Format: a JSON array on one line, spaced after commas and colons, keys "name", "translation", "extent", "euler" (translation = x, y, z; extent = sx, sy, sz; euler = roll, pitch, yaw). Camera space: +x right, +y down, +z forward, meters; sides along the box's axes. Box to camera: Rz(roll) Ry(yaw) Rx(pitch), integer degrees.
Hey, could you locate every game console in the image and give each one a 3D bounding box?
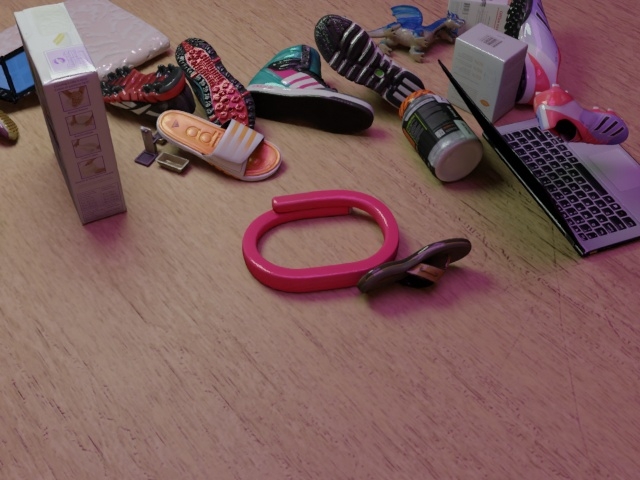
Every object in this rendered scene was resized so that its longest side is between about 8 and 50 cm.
[{"name": "game console", "translation": [-0.686, -0.380, 1.628], "extent": [0.124, 0.085, 0.144], "euler": [9, 44, -50]}]

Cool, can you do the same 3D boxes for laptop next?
[{"name": "laptop", "translation": [0.474, -0.188, 1.436], "extent": [0.408, 0.236, 0.381], "euler": [-15, 50, -15]}]

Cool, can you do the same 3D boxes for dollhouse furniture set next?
[{"name": "dollhouse furniture set", "translation": [-0.316, -0.201, 1.526], "extent": [0.114, 0.081, 0.091], "euler": [21, 50, 16]}]

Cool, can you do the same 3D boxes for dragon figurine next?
[{"name": "dragon figurine", "translation": [0.205, -0.521, 1.833], "extent": [0.289, 0.085, 0.144], "euler": [12, 48, 8]}]

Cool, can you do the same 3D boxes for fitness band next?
[{"name": "fitness band", "translation": [0.000, 0.000, 1.377], "extent": [0.291, 0.054, 0.209], "euler": [-7, 51, -7]}]

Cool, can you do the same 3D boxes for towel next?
[{"name": "towel", "translation": [-0.583, -0.462, 1.775], "extent": [0.317, 0.053, 0.332], "euler": [35, 57, 26]}]

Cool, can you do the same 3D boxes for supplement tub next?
[{"name": "supplement tub", "translation": [0.243, -0.222, 1.539], "extent": [0.117, 0.117, 0.190], "euler": [-15, 51, -15]}]

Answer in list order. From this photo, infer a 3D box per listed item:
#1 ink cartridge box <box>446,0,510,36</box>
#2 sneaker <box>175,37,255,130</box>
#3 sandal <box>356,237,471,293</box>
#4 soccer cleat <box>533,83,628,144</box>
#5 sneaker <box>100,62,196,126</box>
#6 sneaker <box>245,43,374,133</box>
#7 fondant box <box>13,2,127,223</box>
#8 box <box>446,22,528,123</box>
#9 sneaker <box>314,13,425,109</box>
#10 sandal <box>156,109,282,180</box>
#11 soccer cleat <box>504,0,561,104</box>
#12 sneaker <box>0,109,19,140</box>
[{"name": "ink cartridge box", "translation": [0.408, -0.565, 1.868], "extent": [0.180, 0.104, 0.060], "euler": [10, 46, 6]}, {"name": "sneaker", "translation": [-0.215, -0.315, 1.619], "extent": [0.104, 0.125, 0.261], "euler": [-29, 79, -5]}, {"name": "sandal", "translation": [0.171, 0.057, 1.307], "extent": [0.219, 0.090, 0.060], "euler": [-18, 67, -19]}, {"name": "soccer cleat", "translation": [0.500, -0.215, 1.423], "extent": [0.248, 0.083, 0.095], "euler": [18, 66, -33]}, {"name": "sneaker", "translation": [-0.377, -0.307, 1.615], "extent": [0.276, 0.135, 0.097], "euler": [8, 56, 37]}, {"name": "sneaker", "translation": [-0.009, -0.341, 1.645], "extent": [0.296, 0.123, 0.178], "euler": [13, 58, 11]}, {"name": "fondant box", "translation": [-0.459, -0.230, 1.381], "extent": [0.096, 0.330, 0.238], "euler": [-19, 52, -18]}, {"name": "box", "translation": [0.364, -0.367, 1.639], "extent": [0.130, 0.170, 0.091], "euler": [36, 57, 27]}, {"name": "sneaker", "translation": [0.097, -0.389, 1.654], "extent": [0.281, 0.106, 0.162], "euler": [38, 9, -12]}, {"name": "sandal", "translation": [-0.206, -0.202, 1.495], "extent": [0.265, 0.076, 0.101], "euler": [20, 68, -2]}, {"name": "soccer cleat", "translation": [0.502, -0.455, 1.733], "extent": [0.117, 0.108, 0.318], "euler": [8, 69, -11]}, {"name": "sneaker", "translation": [-0.723, -0.256, 1.584], "extent": [0.185, 0.069, 0.084], "euler": [41, 89, 17]}]
